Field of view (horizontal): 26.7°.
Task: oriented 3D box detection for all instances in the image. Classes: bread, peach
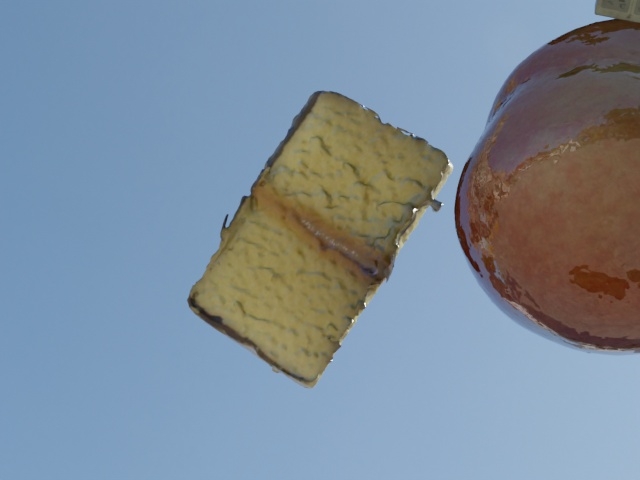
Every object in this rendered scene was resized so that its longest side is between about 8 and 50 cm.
[{"bbox_3d":[0.000,0.000,1.320,0.178,0.266,0.142,33,-4,10],"label":"bread"},{"bbox_3d":[0.217,-0.035,0.998,0.252,0.252,0.252,2,-45,2],"label":"peach"}]

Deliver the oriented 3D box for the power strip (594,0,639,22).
[{"bbox_3d":[0.198,-0.183,0.806,0.051,0.019,0.136,15,-37,9],"label":"power strip"}]
